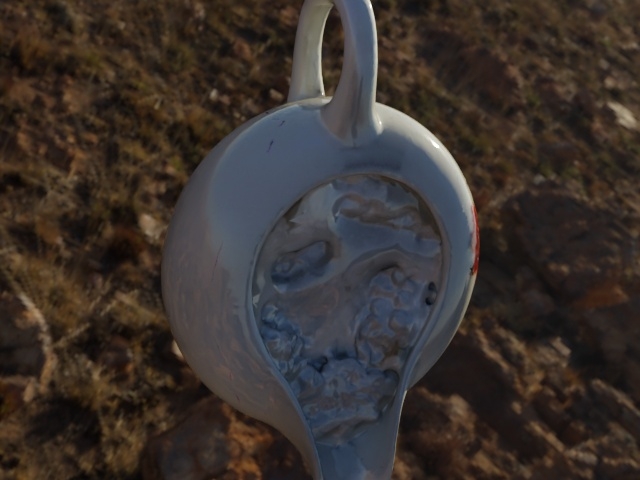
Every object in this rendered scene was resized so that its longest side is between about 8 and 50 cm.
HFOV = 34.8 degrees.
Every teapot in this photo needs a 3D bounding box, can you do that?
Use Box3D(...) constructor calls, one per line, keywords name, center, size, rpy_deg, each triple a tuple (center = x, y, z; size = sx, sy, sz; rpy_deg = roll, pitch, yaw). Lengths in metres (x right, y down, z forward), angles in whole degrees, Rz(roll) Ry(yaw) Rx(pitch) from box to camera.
Box3D(name="teapot", center=(0.000, 0.000, 0.445), size=(0.145, 0.226, 0.092), rpy_deg=(-11, 22, -25))
